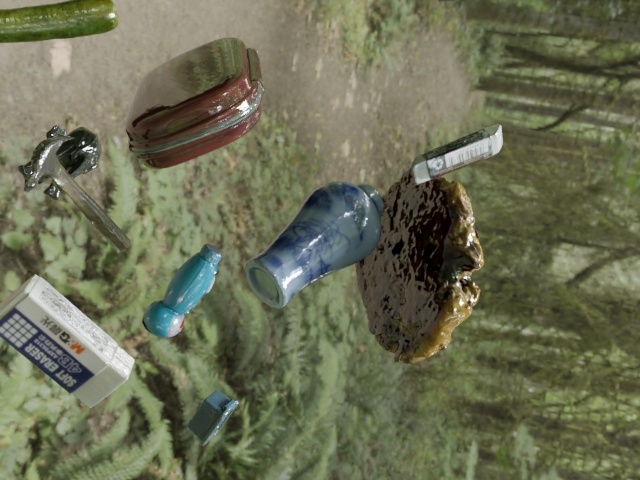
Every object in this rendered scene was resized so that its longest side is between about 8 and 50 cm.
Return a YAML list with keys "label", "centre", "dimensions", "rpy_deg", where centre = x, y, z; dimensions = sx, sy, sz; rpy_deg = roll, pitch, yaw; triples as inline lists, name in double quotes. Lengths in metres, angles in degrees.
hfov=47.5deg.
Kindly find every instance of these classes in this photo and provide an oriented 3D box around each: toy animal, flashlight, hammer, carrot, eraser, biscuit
- label: "toy animal"
  centre: [-0.513, -0.155, 1.464]
  dimensions: [0.146, 0.245, 0.114]
  rpy_deg: [-56, 128, -25]
- label: "flashlight"
  centre: [-0.163, 0.059, 0.858]
  dimensions: [0.129, 0.051, 0.051]
  rpy_deg: [-55, 174, 11]
- label: "hammer"
  centre: [-0.389, -0.059, 1.207]
  dimensions: [0.297, 0.027, 0.125]
  rpy_deg: [68, 35, -57]
- label: "carrot"
  centre: [-0.564, -0.410, 1.378]
  dimensions: [0.074, 0.359, 0.074]
  rpy_deg: [45, -38, 49]
- label: "eraser"
  centre: [0.132, -0.083, 0.700]
  dimensions: [0.019, 0.099, 0.027]
  rpy_deg: [-116, -174, -51]
- label: "biscuit"
  centre: [0.164, 0.035, 1.194]
  dimensions: [0.289, 0.081, 0.334]
  rpy_deg: [-50, -144, 40]
- label: "eraser"
  centre: [-0.527, 0.209, 1.492]
  dimensions: [0.124, 0.279, 0.081]
  rpy_deg: [-38, -160, 15]

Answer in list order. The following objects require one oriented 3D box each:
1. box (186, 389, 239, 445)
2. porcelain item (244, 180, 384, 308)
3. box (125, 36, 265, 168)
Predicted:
- label: "box"
  centre: [-0.214, 0.344, 1.429]
  dimensions: [0.099, 0.054, 0.074]
  rpy_deg: [-54, 170, 18]
- label: "porcelain item"
  centre: [0.000, 0.000, 1.153]
  dimensions: [0.259, 0.141, 0.141]
  rpy_deg: [-41, 149, -31]
- label: "box"
  centre: [-0.231, -0.264, 1.360]
  dimensions: [0.404, 0.263, 0.108]
  rpy_deg: [-101, 168, -61]
